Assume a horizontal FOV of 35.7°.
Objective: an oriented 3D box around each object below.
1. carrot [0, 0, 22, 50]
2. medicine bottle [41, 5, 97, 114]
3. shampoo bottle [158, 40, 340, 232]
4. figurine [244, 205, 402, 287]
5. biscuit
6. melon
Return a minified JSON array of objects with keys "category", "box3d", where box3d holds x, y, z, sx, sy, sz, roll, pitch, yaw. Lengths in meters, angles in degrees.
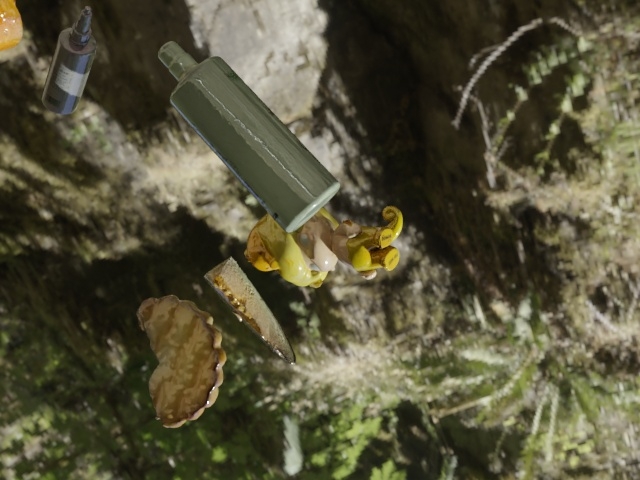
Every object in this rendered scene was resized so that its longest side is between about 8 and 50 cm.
[{"category":"carrot","box3d":[-0.534,-0.283,1.313,0.159,0.159,0.225,6,-145,39]},{"category":"medicine bottle","box3d":[-0.364,-0.270,1.463,0.058,0.057,0.199,-57,180,-44]},{"category":"shampoo bottle","box3d":[-0.094,-0.130,1.157,0.085,0.262,0.085,-42,177,-3]},{"category":"figurine","box3d":[0.000,0.000,1.421,0.246,0.156,0.131,7,-143,35]},{"category":"biscuit","box3d":[-0.184,0.165,1.378,0.118,0.183,0.061,-8,174,15]},{"category":"melon","box3d":[-0.101,0.110,1.502,0.054,0.182,0.098,-39,-166,0]}]
